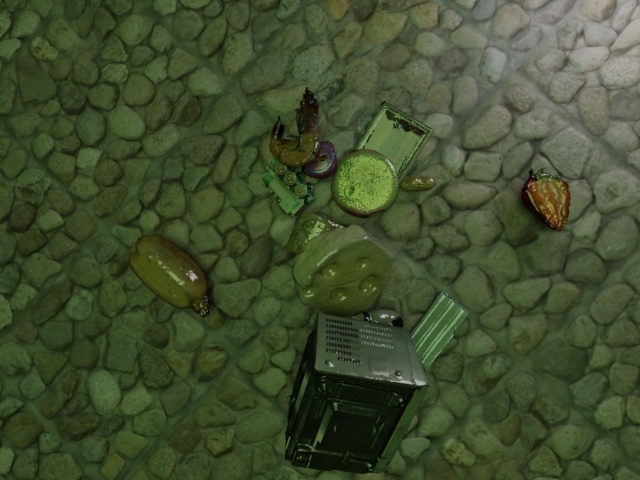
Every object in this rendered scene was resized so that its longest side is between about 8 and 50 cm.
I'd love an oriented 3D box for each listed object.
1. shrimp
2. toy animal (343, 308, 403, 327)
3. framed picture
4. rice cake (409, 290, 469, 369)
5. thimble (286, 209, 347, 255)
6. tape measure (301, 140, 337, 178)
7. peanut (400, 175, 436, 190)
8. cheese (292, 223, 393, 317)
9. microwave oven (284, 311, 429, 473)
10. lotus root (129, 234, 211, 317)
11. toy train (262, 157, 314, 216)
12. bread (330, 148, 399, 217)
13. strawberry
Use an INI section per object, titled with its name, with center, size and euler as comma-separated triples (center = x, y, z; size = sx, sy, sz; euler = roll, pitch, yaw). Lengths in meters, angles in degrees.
[shrimp]
center = -0.083, -0.359, 1.470
size = 0.178, 0.075, 0.289
euler = -7, 73, 20
[toy animal]
center = 0.163, 0.277, 1.416
size = 0.225, 0.094, 0.121
euler = 0, 86, -20
[framed picture]
center = 0.223, -0.303, 1.485
size = 0.197, 0.014, 0.252
euler = 32, 94, 6
[rice cake]
center = 0.366, 0.289, 1.453
size = 0.127, 0.043, 0.237
euler = 39, 95, 6
[thimble]
center = 0.000, 0.000, 1.452
size = 0.191, 0.137, 0.143
euler = 23, 91, -8
[tape measure]
center = -0.005, -0.265, 1.482
size = 0.118, 0.074, 0.125
euler = 4, 85, 12
[peanut]
center = 0.314, -0.183, 1.455
size = 0.113, 0.054, 0.053
euler = -1, 90, 10
[cheese]
center = 0.066, 0.104, 1.376
size = 0.318, 0.115, 0.326
euler = -12, 126, -21
[microwave oven]
center = 0.087, 0.450, 1.286
size = 0.333, 0.247, 0.394
euler = 10, 121, -7
[lotus root]
center = -0.484, 0.120, 1.501
size = 0.343, 0.151, 0.169
euler = 41, 109, 1
[toy train]
center = -0.110, -0.178, 1.490
size = 0.194, 0.081, 0.125
euler = 47, 107, 9
[bread]
center = 0.140, -0.184, 1.474
size = 0.229, 0.033, 0.228
euler = 1, 97, 11
[strawberry]
center = 0.690, -0.130, 1.396
size = 0.192, 0.085, 0.140
euler = 41, 87, 0
